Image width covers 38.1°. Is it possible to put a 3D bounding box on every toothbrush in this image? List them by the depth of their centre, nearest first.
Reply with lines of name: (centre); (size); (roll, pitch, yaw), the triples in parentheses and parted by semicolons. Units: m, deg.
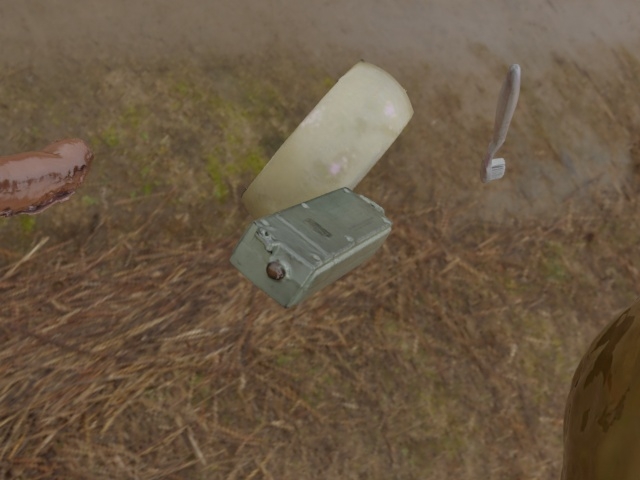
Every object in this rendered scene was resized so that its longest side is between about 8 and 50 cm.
toothbrush: (0.219, -0.133, 1.105); (0.029, 0.307, 0.025); (-10, 71, 1)

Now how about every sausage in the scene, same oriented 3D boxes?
sausage: (-0.334, -0.057, 0.938); (0.078, 0.078, 0.304); (56, 24, 3)

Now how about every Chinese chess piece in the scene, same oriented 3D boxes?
Chinese chess piece: (0.010, -0.109, 1.170); (0.097, 0.251, 0.251); (42, 41, -4)

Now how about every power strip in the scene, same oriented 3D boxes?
power strip: (0.000, 0.000, 0.900); (0.078, 0.052, 0.272); (39, 21, 10)

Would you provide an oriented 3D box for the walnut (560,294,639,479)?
walnut: (0.312, 0.168, 0.533); (0.353, 0.308, 0.398); (-22, 111, -11)
